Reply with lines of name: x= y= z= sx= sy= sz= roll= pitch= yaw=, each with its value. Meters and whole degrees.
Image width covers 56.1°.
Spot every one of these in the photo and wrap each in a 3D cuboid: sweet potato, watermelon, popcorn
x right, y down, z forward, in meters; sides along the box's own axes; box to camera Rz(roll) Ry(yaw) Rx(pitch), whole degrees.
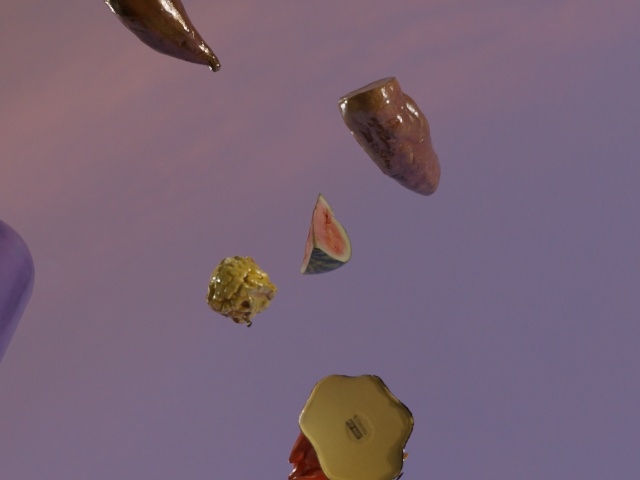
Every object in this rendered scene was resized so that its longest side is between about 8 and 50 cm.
sweet potato: x=0.110 y=-0.139 z=0.833 sx=0.097 sy=0.251 sz=0.097 roll=-18 pitch=-126 yaw=27
watermelon: x=0.024 y=0.013 z=1.628 sx=0.128 sy=0.159 sz=0.303 roll=11 pitch=-150 yaw=-2
sweet potato: x=-0.313 y=-0.421 z=1.038 sx=0.112 sy=0.359 sz=0.112 roll=-40 pitch=-158 yaw=20
popcorn: x=-0.200 y=0.126 z=1.503 sx=0.180 sy=0.180 sz=0.170 roll=-18 pitch=-118 yaw=15

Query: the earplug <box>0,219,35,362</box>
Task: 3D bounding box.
earplug: x=-0.437 y=0.117 z=0.626 sx=0.215 sy=0.215 sz=0.456 roll=-26 pitch=-151 yaw=10

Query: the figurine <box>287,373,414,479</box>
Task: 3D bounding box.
figurine: x=0.045 y=0.325 z=0.937 sx=0.181 sy=0.257 sz=0.208 roll=13 pitch=-119 yaw=13
